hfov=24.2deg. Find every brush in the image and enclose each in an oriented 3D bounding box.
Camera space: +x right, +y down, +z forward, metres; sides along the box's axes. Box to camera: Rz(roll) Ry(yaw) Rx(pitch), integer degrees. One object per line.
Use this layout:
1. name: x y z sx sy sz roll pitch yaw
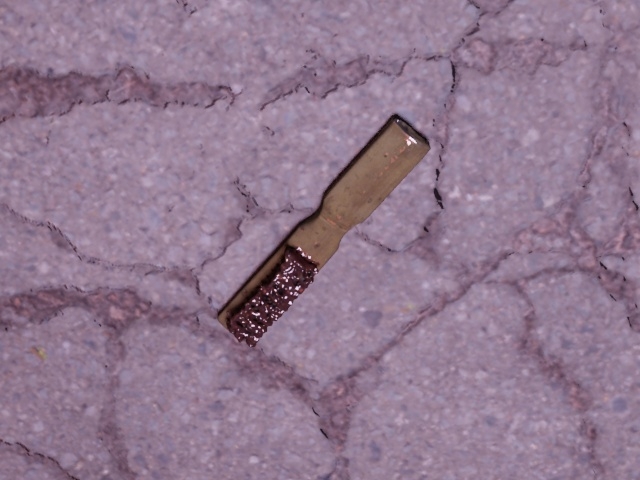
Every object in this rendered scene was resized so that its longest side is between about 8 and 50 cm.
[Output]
1. brush: 0.000 0.000 1.238 0.043 0.036 0.248 35 115 -17
